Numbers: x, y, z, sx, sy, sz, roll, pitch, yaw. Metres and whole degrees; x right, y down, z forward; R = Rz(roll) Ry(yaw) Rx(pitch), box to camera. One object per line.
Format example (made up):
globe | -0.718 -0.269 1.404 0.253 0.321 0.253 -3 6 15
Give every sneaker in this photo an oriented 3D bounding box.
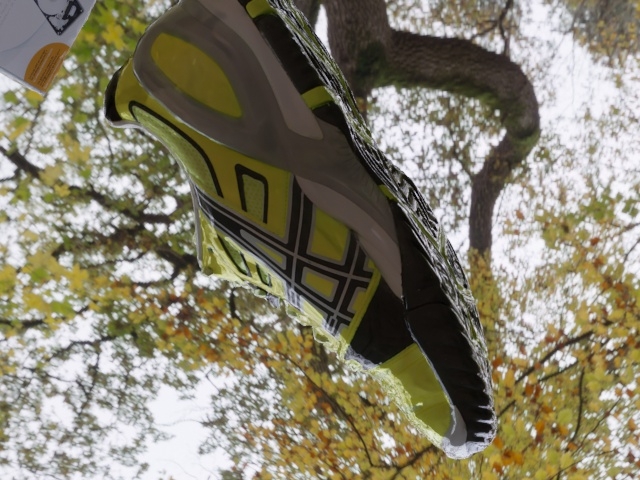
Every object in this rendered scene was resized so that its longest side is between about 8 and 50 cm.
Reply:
sneaker | 0.000 0.000 0.550 0.147 0.145 0.385 -30 -81 16

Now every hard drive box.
hard drive box | -0.452 -0.339 1.061 0.089 0.232 0.181 26 -92 28
